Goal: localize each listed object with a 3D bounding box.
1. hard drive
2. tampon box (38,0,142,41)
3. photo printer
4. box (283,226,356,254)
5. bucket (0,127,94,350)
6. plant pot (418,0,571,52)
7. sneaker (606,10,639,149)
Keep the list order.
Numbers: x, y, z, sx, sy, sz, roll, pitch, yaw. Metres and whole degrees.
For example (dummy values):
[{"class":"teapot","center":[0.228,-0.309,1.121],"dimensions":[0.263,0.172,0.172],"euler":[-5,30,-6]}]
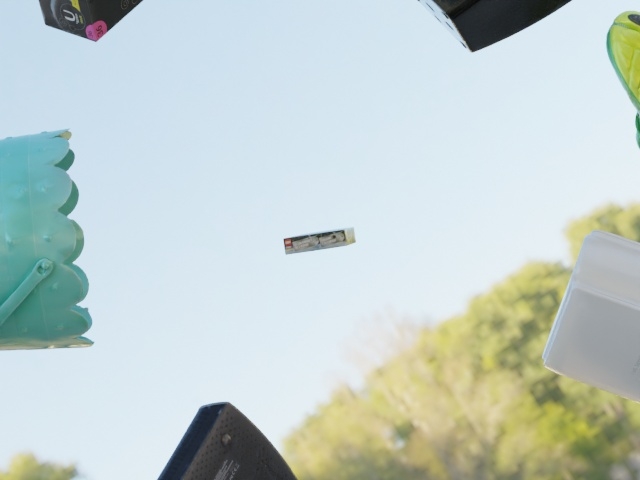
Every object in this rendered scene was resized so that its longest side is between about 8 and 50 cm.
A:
[{"class":"hard drive","center":[-0.114,0.318,1.963],"dimensions":[0.172,0.054,0.255],"euler":[-60,-37,-22]},{"class":"tampon box","center":[-0.323,-0.388,2.313],"dimensions":[0.161,0.101,0.120],"euler":[-50,-33,-35]},{"class":"photo printer","center":[0.443,0.123,1.976],"dimensions":[0.256,0.307,0.107],"euler":[96,-164,-61]},{"class":"box","center":[0.000,0.000,2.419],"dimensions":[0.094,0.027,0.137],"euler":[-9,1,7]},{"class":"bucket","center":[-0.369,0.007,1.874],"dimensions":[0.183,0.281,0.281],"euler":[-6,-16,-6]},{"class":"plant pot","center":[0.201,-0.353,2.049],"dimensions":[0.167,0.188,0.187],"euler":[-44,-24,3]},{"class":"sneaker","center":[0.430,-0.155,2.016],"dimensions":[0.123,0.295,0.109],"euler":[-1,43,54]}]
